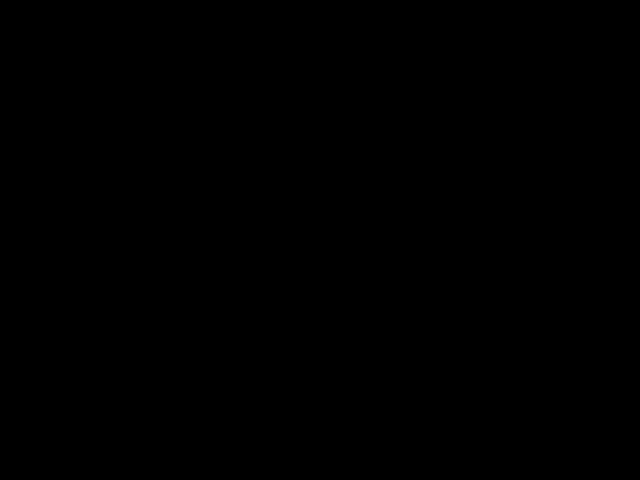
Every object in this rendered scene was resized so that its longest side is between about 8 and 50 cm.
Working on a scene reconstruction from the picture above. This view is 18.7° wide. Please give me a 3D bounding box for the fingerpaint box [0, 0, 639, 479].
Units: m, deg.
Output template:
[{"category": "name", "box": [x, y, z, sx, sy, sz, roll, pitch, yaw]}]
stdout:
[{"category": "fingerpaint box", "box": [0.057, 0.075, 0.153, 0.445, 0.163, 0.371, 57, 171, 52]}]
